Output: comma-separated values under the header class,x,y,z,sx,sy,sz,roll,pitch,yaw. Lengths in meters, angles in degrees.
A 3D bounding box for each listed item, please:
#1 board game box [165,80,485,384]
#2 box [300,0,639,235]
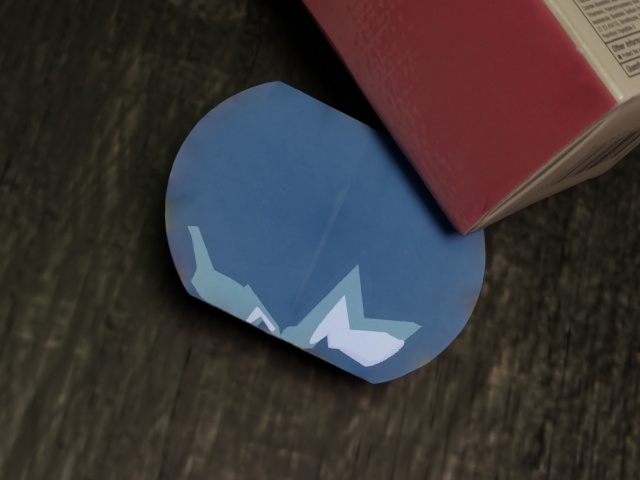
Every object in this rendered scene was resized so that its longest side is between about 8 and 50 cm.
class,x,y,z,sx,sy,sz,roll,pitch,yaw
board game box,0.000,0.000,0.628,0.169,0.033,0.133,26,61,-6
box,0.087,-0.143,0.646,0.149,0.127,0.232,-22,74,-44
